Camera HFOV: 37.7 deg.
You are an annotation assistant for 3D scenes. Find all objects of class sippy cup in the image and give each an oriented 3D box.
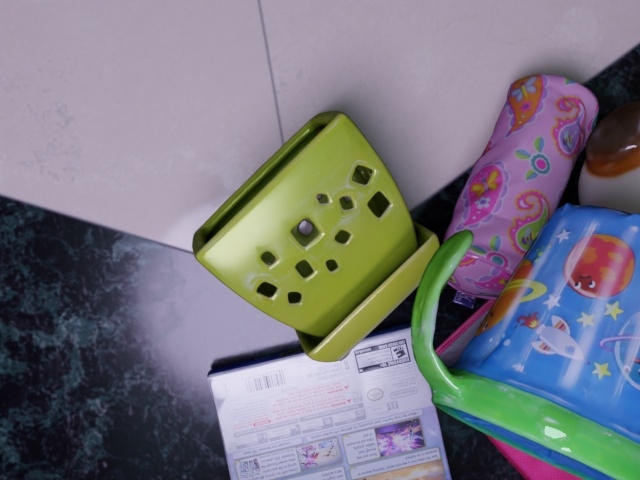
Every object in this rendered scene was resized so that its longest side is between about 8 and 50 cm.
[{"bbox_3d":[0.252,0.097,0.865,0.305,0.240,0.224,36,76,-45],"label":"sippy cup"}]

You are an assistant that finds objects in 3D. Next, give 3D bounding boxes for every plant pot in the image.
[{"bbox_3d":[0.000,0.000,1.095,0.227,0.228,0.207,-44,99,-1],"label":"plant pot"}]

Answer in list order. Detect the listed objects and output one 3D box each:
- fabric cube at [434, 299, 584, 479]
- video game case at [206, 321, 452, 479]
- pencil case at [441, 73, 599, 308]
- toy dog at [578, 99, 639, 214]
[{"bbox_3d":[0.314,0.168,1.096,0.259,0.254,0.258,-44,93,0],"label":"fabric cube"},{"bbox_3d":[0.016,0.252,1.182,0.269,0.061,0.244,-13,92,-2],"label":"video game case"},{"bbox_3d":[0.233,-0.059,1.108,0.124,0.124,0.284,27,68,-3],"label":"pencil case"},{"bbox_3d":[0.501,-0.035,1.068,0.408,0.284,0.395,21,68,33],"label":"toy dog"}]
